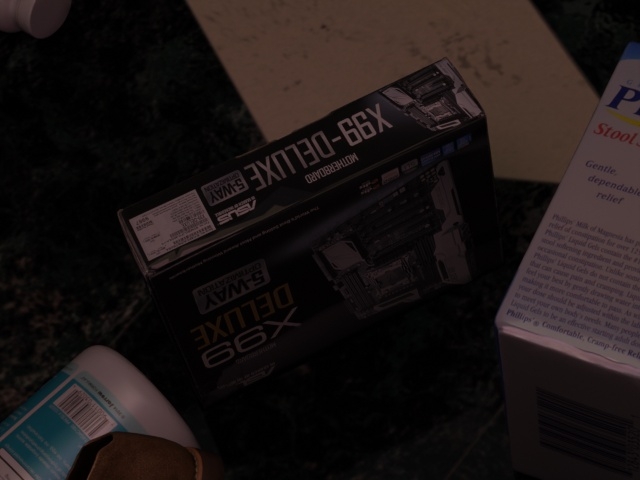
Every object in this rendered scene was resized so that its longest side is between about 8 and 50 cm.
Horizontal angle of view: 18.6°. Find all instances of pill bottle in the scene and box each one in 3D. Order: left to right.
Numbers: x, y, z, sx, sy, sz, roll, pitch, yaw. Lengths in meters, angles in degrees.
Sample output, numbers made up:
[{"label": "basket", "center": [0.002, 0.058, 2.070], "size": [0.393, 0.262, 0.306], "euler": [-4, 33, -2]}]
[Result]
[{"label": "pill bottle", "center": [-0.330, -0.263, 1.982], "size": [0.152, 0.086, 0.086], "euler": [29, 67, 24]}, {"label": "pill bottle", "center": [-0.236, 0.221, 1.630], "size": [0.264, 0.146, 0.146], "euler": [-41, 61, -15]}]

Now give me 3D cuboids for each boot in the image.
[{"label": "boot", "center": [-0.186, 0.296, 1.546], "size": [0.112, 0.115, 0.305], "euler": [14, 83, 62]}]

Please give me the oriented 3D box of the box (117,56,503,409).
[{"label": "box", "center": [0.000, 0.000, 1.671], "size": [0.307, 0.242, 0.076], "euler": [-25, 58, -7]}]

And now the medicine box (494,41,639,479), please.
[{"label": "medicine box", "center": [0.269, 0.038, 1.587], "size": [0.149, 0.263, 0.289], "euler": [19, 63, 19]}]
